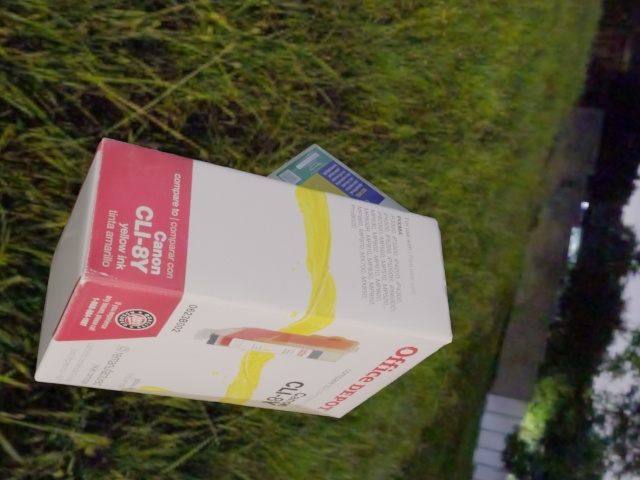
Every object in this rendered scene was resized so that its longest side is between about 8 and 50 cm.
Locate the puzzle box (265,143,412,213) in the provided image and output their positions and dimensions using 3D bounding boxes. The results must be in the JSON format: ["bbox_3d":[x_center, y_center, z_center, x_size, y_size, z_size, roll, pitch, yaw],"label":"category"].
[{"bbox_3d":[0.000,0.000,1.304,0.409,0.272,0.052,-43,167,-53],"label":"puzzle box"}]

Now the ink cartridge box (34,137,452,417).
[{"bbox_3d":[-0.089,0.065,0.895,0.279,0.385,0.160,132,-38,-51],"label":"ink cartridge box"}]
